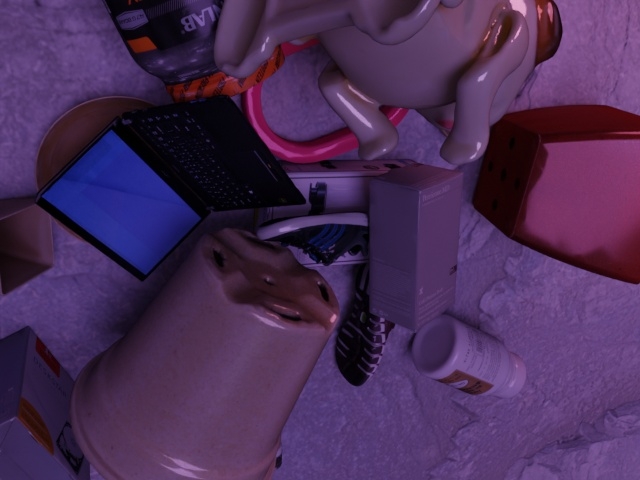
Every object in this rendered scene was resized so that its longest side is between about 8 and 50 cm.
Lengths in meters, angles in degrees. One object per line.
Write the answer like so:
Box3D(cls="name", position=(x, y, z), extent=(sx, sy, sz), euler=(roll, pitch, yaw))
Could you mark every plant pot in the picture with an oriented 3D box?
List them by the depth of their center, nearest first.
Box3D(cls="plant pot", position=(-0.448, 0.000, 0.838), extent=(0.096, 0.109, 0.109), euler=(10, 113, 12))
Box3D(cls="plant pot", position=(-0.142, 0.161, 0.879), extent=(0.334, 0.333, 0.305), euler=(21, 114, -28))
Box3D(cls="plant pot", position=(-0.296, -0.099, 0.902), extent=(0.237, 0.032, 0.236), euler=(-9, 117, -18))
Box3D(cls="plant pot", position=(0.429, -0.103, 1.072), extent=(0.236, 0.267, 0.267), euler=(5, 111, -12))

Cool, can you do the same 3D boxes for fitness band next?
Box3D(cls="fitness band", position=(0.018, -0.240, 0.955), extent=(0.291, 0.054, 0.208), euler=(-23, 122, -10))

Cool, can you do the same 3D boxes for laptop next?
Box3D(cls="laptop", position=(-0.194, -0.057, 0.833), extent=(0.265, 0.136, 0.234), euler=(-3, 149, 25))

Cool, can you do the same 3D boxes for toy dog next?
Box3D(cls="toy dog", position=(0.119, -0.280, 0.747), extent=(0.408, 0.285, 0.395), euler=(19, 68, -48))

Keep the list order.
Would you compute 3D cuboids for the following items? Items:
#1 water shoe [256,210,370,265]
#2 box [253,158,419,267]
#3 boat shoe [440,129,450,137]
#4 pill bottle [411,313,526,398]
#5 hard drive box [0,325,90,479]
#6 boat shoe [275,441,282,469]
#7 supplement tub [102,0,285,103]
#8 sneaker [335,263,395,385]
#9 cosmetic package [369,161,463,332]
Box3D(cls="water shoe", position=(0.000, 0.000, 0.907), extent=(0.203, 0.073, 0.080), euler=(-7, 92, -36))
Box3D(cls="box", position=(0.036, -0.050, 1.025), extent=(0.290, 0.087, 0.169), euler=(-5, 115, -20))
Box3D(cls="boat shoe", position=(0.229, -0.308, 0.971), extent=(0.122, 0.110, 0.341), euler=(-23, 119, -11))
Box3D(cls="pill bottle", position=(0.311, 0.247, 1.244), extent=(0.229, 0.131, 0.131), euler=(26, 101, -29))
Box3D(cls="hard drive box", position=(-0.431, 0.268, 0.898), extent=(0.089, 0.232, 0.181), euler=(-29, 121, -8))
Box3D(cls="boat shoe", position=(-0.176, 0.446, 1.171), extent=(0.220, 0.078, 0.070), euler=(-10, 115, -19))
Box3D(cls="supplement tub", position=(-0.179, -0.349, 0.734), extent=(0.207, 0.207, 0.337), euler=(-28, 120, -8))
Box3D(cls="sneaker", position=(0.134, 0.152, 1.152), extent=(0.163, 0.106, 0.281), euler=(-11, 129, -36))
Box3D(cls="cosmetic package", position=(0.149, 0.006, 0.961), extent=(0.127, 0.107, 0.237), euler=(-26, 126, -41))
